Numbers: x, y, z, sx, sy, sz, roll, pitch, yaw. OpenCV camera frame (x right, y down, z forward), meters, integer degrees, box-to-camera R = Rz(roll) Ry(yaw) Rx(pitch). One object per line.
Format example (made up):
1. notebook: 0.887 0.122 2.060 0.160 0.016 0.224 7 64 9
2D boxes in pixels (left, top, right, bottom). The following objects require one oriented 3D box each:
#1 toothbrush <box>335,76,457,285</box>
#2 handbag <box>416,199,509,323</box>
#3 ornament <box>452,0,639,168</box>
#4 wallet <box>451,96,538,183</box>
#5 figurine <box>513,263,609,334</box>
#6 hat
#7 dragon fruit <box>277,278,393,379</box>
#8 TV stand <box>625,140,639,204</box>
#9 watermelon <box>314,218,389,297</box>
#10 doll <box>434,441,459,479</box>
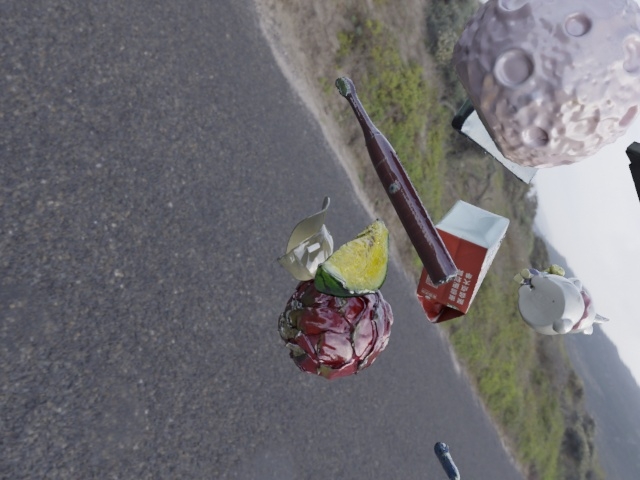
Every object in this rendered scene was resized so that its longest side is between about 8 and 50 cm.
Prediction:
1. toothbrush: 0.102 -0.099 0.794 0.041 0.041 0.363 26 37 -63
2. handbag: 0.354 0.069 1.395 0.171 0.151 0.298 -40 145 -44
3. ornament: 0.314 -0.232 0.741 0.259 0.225 0.259 52 20 -28
4. wallet: 0.461 -0.273 1.298 0.379 0.190 0.046 21 20 -46
5. figurine: 0.524 0.138 1.194 0.236 0.127 0.155 13 26 -45
6. hat: 0.000 0.000 1.307 0.144 0.173 0.166 49 54 -5
7. dragon fruit: 0.047 0.238 1.574 0.329 0.329 0.329 -15 90 -69
8. TV stand: 0.827 -0.142 1.389 0.256 0.040 0.049 50 0 -35
9. watermelon: 0.070 0.049 1.175 0.301 0.123 0.129 -33 120 -58
10. doll: 0.244 0.426 1.054 0.125 0.027 0.037 -120 -164 -80
